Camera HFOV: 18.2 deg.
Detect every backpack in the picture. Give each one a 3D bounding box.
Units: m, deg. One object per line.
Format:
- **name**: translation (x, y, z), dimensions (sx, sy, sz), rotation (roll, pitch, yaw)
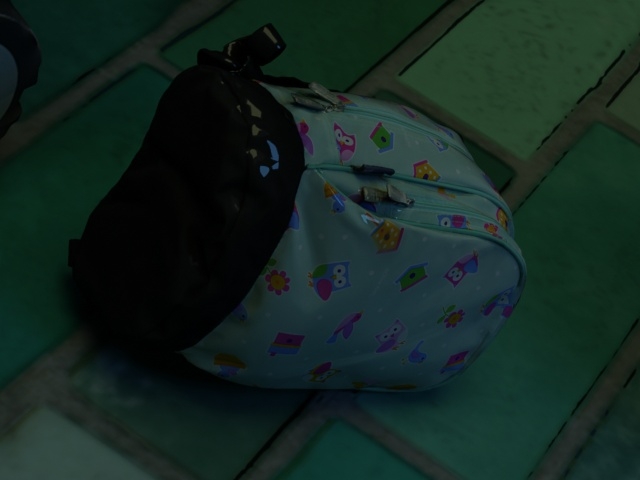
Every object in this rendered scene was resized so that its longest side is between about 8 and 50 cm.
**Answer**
- **backpack**: translation (0.000, 0.000, 0.888), dimensions (0.182, 0.152, 0.115), rotation (8, 45, -39)

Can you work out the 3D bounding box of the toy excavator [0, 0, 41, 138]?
- **toy excavator**: translation (-0.143, -0.257, 0.851), dimensions (0.433, 0.445, 0.222), rotation (-3, 45, -47)
